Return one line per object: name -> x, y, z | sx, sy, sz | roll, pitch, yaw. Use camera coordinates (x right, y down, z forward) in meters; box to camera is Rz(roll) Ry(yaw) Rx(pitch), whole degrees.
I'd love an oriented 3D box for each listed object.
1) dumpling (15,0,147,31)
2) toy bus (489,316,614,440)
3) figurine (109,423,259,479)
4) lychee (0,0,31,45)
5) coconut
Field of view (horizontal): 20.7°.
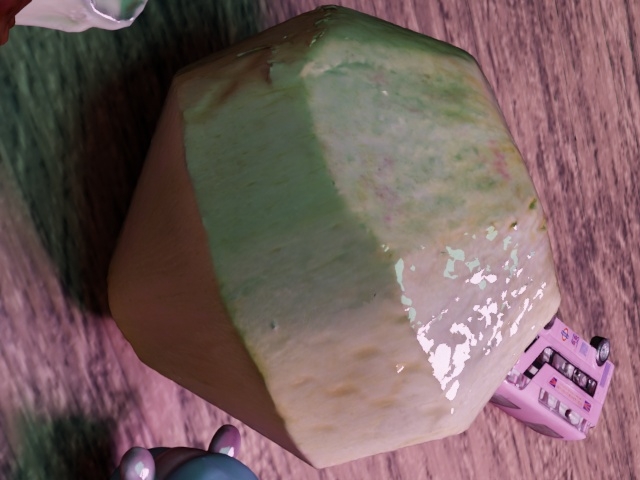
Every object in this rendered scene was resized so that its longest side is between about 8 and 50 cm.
dumpling -> -0.159, -0.183, 0.826 | 0.181, 0.111, 0.155 | 67, 17, -44
toy bus -> 0.170, 0.097, 1.388 | 0.203, 0.063, 0.090 | 36, 70, -53
figurine -> -0.085, 0.237, 1.030 | 0.205, 0.103, 0.260 | 2, 106, -53
lychee -> -0.222, -0.141, 0.628 | 0.261, 0.261, 0.260 | -19, 114, -51
coconut -> 0.000, 0.000, 0.997 | 0.259, 0.259, 0.259 | -19, 114, -51
